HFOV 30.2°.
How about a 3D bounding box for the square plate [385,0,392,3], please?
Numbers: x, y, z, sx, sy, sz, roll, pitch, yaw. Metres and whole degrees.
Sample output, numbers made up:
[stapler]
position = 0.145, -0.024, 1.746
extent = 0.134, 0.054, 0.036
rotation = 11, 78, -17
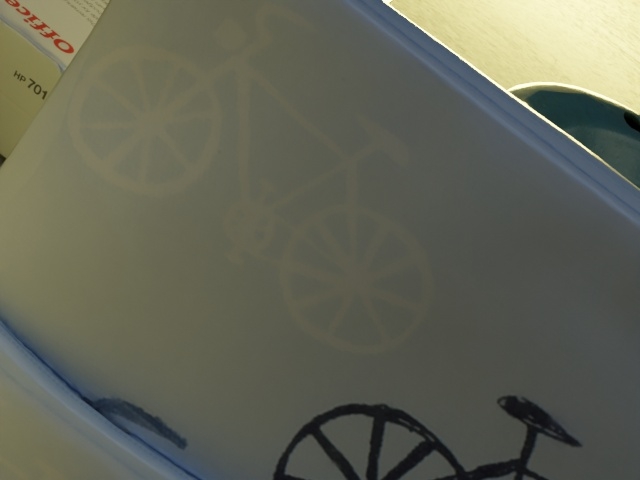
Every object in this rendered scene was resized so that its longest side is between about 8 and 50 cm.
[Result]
[square plate]
position = -0.124, -0.262, 1.014
extent = 0.347, 0.049, 0.344
rotation = 36, 32, 1

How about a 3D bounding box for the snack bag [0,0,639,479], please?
[snack bag]
position = -0.003, 0.108, 0.373
extent = 0.323, 0.342, 0.037
rotation = 37, 9, 2

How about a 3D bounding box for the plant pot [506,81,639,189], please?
[plant pot]
position = 0.069, 0.079, 0.517
extent = 0.271, 0.255, 0.272
rotation = 23, 39, -20

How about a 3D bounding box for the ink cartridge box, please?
[ink cartridge box]
position = -0.173, -0.140, 0.767
extent = 0.139, 0.082, 0.190
rotation = 39, 32, 6
